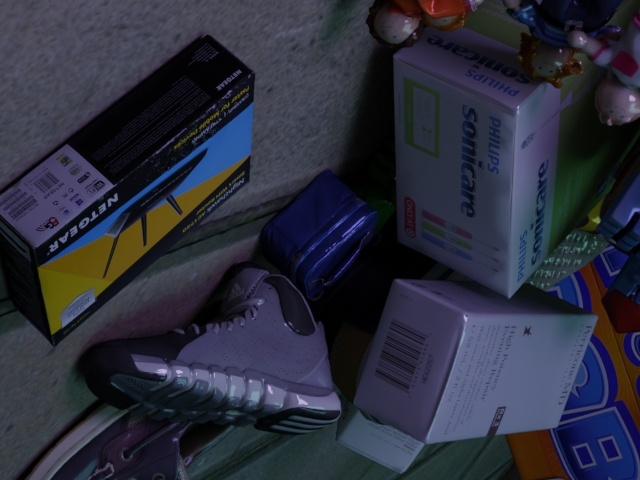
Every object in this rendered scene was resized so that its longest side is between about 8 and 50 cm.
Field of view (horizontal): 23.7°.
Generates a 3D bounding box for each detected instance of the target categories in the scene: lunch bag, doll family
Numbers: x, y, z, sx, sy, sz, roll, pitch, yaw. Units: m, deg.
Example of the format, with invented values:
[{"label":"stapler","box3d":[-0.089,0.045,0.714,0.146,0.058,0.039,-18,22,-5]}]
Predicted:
[{"label":"lunch bag","box3d":[0.000,0.000,1.273,0.098,0.065,0.067,-45,162,-15]},{"label":"doll family","box3d":[0.151,-0.175,1.052,0.163,0.263,0.118,114,-5,-53]}]

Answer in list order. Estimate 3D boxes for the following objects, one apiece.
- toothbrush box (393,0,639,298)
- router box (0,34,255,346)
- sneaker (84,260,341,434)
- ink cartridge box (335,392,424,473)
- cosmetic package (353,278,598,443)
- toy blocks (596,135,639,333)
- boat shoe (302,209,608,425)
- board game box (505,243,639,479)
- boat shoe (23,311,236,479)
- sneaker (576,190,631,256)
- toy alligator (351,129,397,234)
[{"label":"toothbrush box","box3d":[0.190,-0.126,1.271,0.283,0.122,0.206,-44,147,-32]},{"label":"router box","box3d":[-0.119,-0.030,0.953,0.179,0.046,0.133,-42,162,-23]},{"label":"sneaker","box3d":[-0.086,0.075,1.214,0.229,0.132,0.086,16,150,-37]},{"label":"ink cartridge box","box3d":[0.108,0.117,1.646,0.218,0.092,0.158,-60,-171,28]},{"label":"cosmetic package","box3d":[0.137,0.100,1.298,0.231,0.085,0.117,3,109,-52]},{"label":"toy blocks","box3d":[0.308,-0.067,1.165,0.261,0.191,0.381,-55,177,-13]},{"label":"boat shoe","box3d":[0.163,-0.022,1.470,0.500,0.156,0.187,-42,141,-29]},{"label":"board game box","box3d":[0.423,0.091,1.781,0.356,0.356,0.356,-16,-175,37]},{"label":"boat shoe","box3d":[-0.141,0.174,1.254,0.285,0.092,0.103,-41,161,-23]},{"label":"sneaker","box3d":[0.282,-0.026,1.414,0.185,0.084,0.069,19,95,-59]},{"label":"toy alligator","box3d":[0.054,-0.048,1.337,0.189,0.056,0.051,-48,121,1]}]
